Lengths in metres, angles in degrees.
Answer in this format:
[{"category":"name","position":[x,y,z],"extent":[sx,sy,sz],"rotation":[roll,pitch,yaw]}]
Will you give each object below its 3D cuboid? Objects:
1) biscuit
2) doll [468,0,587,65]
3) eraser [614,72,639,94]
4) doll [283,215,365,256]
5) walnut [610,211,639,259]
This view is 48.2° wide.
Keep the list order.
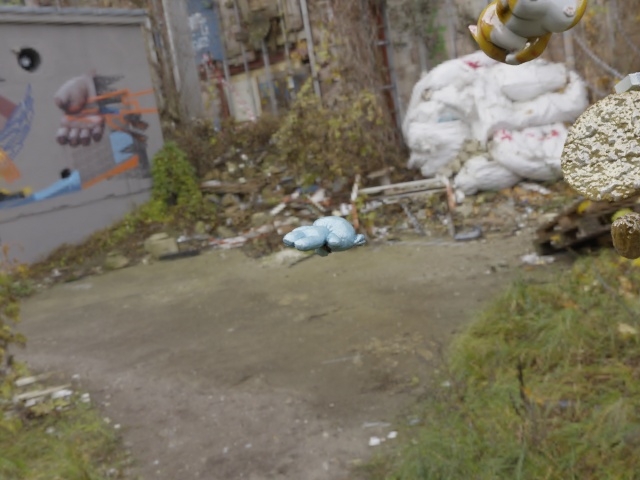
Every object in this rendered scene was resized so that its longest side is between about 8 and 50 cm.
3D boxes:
[{"category":"biscuit","position":[0.543,-0.172,1.322],"extent":[0.033,0.219,0.220],"rotation":[19,-9,-37]},{"category":"doll","position":[0.422,-0.464,1.469],"extent":[0.167,0.162,0.269],"rotation":[27,-29,-8]},{"category":"eraser","position":[0.625,-0.299,1.352],"extent":[0.122,0.029,0.052],"rotation":[-10,-14,-12]},{"category":"doll","position":[0.000,0.004,1.430],"extent":[0.120,0.075,0.180],"rotation":[27,33,30]},{"category":"walnut","position":[0.626,-0.009,1.436],"extent":[0.079,0.096,0.082],"rotation":[-34,22,-7]}]
